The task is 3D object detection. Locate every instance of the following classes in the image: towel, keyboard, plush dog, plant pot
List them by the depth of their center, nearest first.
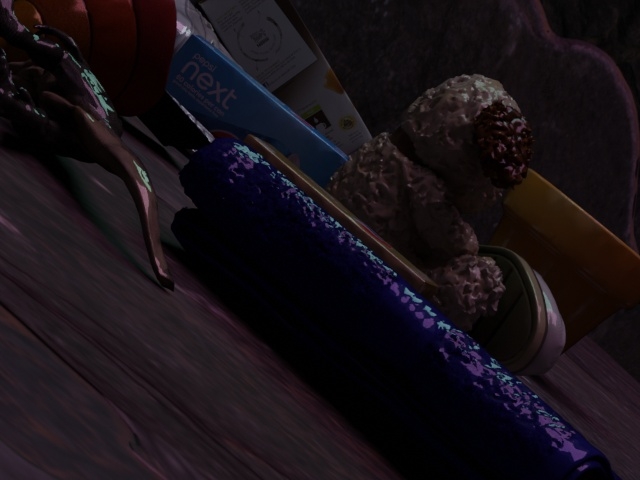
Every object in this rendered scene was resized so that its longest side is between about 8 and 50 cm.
[{"bbox_3d":[0.051,0.076,1.049,0.308,0.076,0.227,41,-1,25],"label":"towel"},{"bbox_3d":[-0.156,-0.147,1.364,0.100,0.038,0.192,13,-31,51],"label":"keyboard"},{"bbox_3d":[-0.122,-0.102,1.607,0.072,0.014,0.256,39,6,-9],"label":"keyboard"},{"bbox_3d":[0.103,-0.066,1.705,0.210,0.225,0.262,38,6,-22],"label":"plush dog"},{"bbox_3d":[0.268,0.049,2.087,0.205,0.188,0.205,39,5,-4],"label":"plant pot"}]

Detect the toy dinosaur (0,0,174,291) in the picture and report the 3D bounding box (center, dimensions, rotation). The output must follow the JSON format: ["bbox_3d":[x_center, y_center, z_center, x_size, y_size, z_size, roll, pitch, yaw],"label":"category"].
[{"bbox_3d":[-0.149,-0.076,0.978,0.118,0.064,0.268,44,5,-35],"label":"toy dinosaur"}]

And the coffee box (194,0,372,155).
[{"bbox_3d":[-0.047,-0.206,2.112,0.246,0.098,0.141,58,-2,-10],"label":"coffee box"}]

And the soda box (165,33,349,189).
[{"bbox_3d":[-0.071,-0.123,1.822,0.210,0.071,0.067,39,6,-2],"label":"soda box"}]

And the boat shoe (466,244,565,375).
[{"bbox_3d":[0.185,0.069,1.763,0.103,0.113,0.302,31,7,-22],"label":"boat shoe"}]

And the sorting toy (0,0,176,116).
[{"bbox_3d":[-0.256,-0.204,1.250,0.126,0.127,0.365,-10,39,-43],"label":"sorting toy"}]

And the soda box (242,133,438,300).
[{"bbox_3d":[0.000,0.000,1.333,0.181,0.061,0.058,41,5,15],"label":"soda box"}]

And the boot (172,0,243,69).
[{"bbox_3d":[-0.155,-0.213,2.006,0.123,0.095,0.258,46,9,-20],"label":"boot"}]
